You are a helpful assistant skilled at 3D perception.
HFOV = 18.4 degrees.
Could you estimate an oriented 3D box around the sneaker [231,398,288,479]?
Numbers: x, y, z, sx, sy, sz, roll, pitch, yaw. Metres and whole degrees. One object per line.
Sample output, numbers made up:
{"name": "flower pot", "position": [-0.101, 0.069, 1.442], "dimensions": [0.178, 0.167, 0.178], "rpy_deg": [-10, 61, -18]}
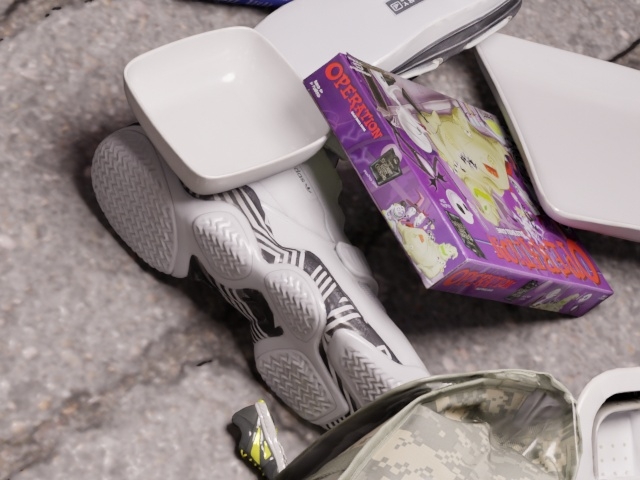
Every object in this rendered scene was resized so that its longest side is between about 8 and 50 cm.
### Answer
{"name": "sneaker", "position": [-0.047, 0.171, 1.589], "dimensions": [0.035, 0.031, 0.083], "rpy_deg": [-18, 74, 2]}

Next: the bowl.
{"name": "bowl", "position": [-0.078, -0.099, 1.590], "dimensions": [0.142, 0.053, 0.142], "rpy_deg": [-22, 62, -29]}

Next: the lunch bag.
{"name": "lunch bag", "position": [0.047, 0.219, 1.458], "dimensions": [0.169, 0.235, 0.287], "rpy_deg": [46, 49, -1]}

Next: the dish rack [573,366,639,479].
{"name": "dish rack", "position": [0.294, 0.264, 1.565], "dimensions": [0.285, 0.072, 0.333], "rpy_deg": [-1, 85, -34]}

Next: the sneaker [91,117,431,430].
{"name": "sneaker", "position": [0.000, 0.000, 1.654], "dimensions": [0.366, 0.137, 0.210], "rpy_deg": [42, 53, 11]}

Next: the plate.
{"name": "plate", "position": [0.284, -0.078, 1.861], "dimensions": [0.278, 0.045, 0.277], "rpy_deg": [12, 37, -25]}

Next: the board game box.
{"name": "board game box", "position": [0.126, -0.040, 1.683], "dimensions": [0.347, 0.056, 0.208], "rpy_deg": [12, 48, -63]}

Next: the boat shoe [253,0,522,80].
{"name": "boat shoe", "position": [0.058, -0.187, 1.834], "dimensions": [0.301, 0.102, 0.108], "rpy_deg": [-29, 61, -13]}

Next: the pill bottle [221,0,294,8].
{"name": "pill bottle", "position": [-0.086, -0.276, 1.822], "dimensions": [0.186, 0.112, 0.112], "rpy_deg": [4, 56, -23]}
